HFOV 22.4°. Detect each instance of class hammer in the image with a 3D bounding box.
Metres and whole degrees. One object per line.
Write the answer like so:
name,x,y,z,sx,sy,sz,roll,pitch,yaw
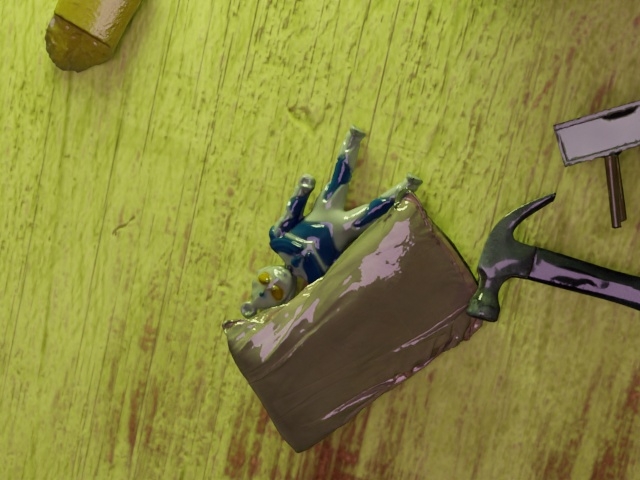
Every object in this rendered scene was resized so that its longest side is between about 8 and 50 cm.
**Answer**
hammer,0.298,0.042,1.573,0.289,0.037,0.137,14,85,7

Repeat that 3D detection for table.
table,0.352,-0.092,1.509,0.240,0.121,0.111,-16,92,16

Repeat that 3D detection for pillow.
pillow,0.032,0.086,1.626,0.270,0.067,0.173,-35,111,13

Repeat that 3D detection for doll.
doll,0.000,0.000,1.647,0.114,0.057,0.227,40,102,3

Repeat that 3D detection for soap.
soap,-0.231,-0.248,1.686,0.089,0.033,0.168,26,103,13
